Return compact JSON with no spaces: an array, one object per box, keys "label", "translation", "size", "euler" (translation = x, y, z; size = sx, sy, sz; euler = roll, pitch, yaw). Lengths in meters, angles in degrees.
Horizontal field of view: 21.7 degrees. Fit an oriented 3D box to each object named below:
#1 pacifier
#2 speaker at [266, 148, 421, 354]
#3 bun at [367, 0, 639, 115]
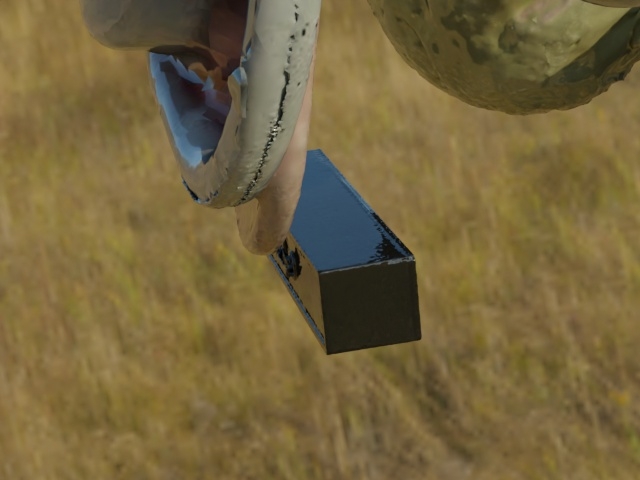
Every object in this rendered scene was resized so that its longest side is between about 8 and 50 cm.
[{"label":"pacifier","translation":[0.013,-0.149,0.645],"size":[0.273,0.332,0.220],"euler":[-20,45,-36]},{"label":"speaker","translation":[0.000,0.000,0.789],"size":[0.046,0.040,0.191],"euler":[-8,19,-10]},{"label":"bun","translation":[0.096,-0.186,0.889],"size":[0.153,0.244,0.244],"euler":[13,-9,-43]}]
